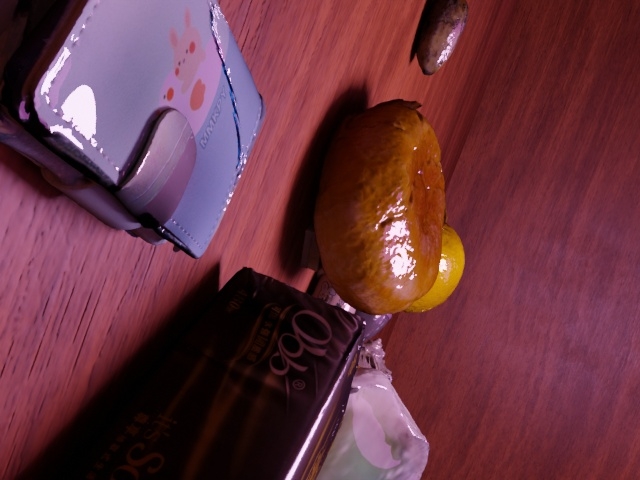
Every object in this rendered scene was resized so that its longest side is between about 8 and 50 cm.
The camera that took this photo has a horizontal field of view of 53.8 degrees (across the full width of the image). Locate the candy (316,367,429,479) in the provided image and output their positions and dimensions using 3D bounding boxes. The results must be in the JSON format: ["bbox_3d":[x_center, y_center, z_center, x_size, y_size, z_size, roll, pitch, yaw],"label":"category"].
[{"bbox_3d":[0.019,0.458,1.313,0.427,0.186,0.386,-49,124,0],"label":"candy"}]

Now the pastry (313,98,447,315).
[{"bbox_3d":[0.106,-0.053,1.025,0.356,0.164,0.356,4,90,-68],"label":"pastry"}]

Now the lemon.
[{"bbox_3d":[0.277,0.074,1.797,0.245,0.245,0.320,-47,157,-56],"label":"lemon"}]

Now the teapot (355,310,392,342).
[{"bbox_3d":[0.097,0.206,1.647,0.146,0.148,0.116,-53,126,-14],"label":"teapot"}]

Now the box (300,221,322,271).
[{"bbox_3d":[0.000,0.000,1.065,0.079,0.035,0.083,-53,159,-48],"label":"box"}]

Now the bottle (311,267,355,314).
[{"bbox_3d":[0.039,0.079,1.215,0.099,0.099,0.152,65,45,-71],"label":"bottle"}]

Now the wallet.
[{"bbox_3d":[-0.111,-0.097,0.421,0.250,0.075,0.176,67,43,-69],"label":"wallet"}]

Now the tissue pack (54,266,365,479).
[{"bbox_3d":[-0.105,0.220,0.654,0.370,0.198,0.210,-55,159,-48],"label":"tissue pack"}]

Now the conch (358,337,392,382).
[{"bbox_3d":[0.107,0.382,1.741,0.178,0.163,0.245,27,92,-45],"label":"conch"}]

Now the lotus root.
[{"bbox_3d":[0.241,-0.421,1.266,0.089,0.080,0.179,-69,-179,-79],"label":"lotus root"}]

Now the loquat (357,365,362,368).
[{"bbox_3d":[0.044,0.400,1.508,0.246,0.213,0.213,19,92,-65],"label":"loquat"}]
